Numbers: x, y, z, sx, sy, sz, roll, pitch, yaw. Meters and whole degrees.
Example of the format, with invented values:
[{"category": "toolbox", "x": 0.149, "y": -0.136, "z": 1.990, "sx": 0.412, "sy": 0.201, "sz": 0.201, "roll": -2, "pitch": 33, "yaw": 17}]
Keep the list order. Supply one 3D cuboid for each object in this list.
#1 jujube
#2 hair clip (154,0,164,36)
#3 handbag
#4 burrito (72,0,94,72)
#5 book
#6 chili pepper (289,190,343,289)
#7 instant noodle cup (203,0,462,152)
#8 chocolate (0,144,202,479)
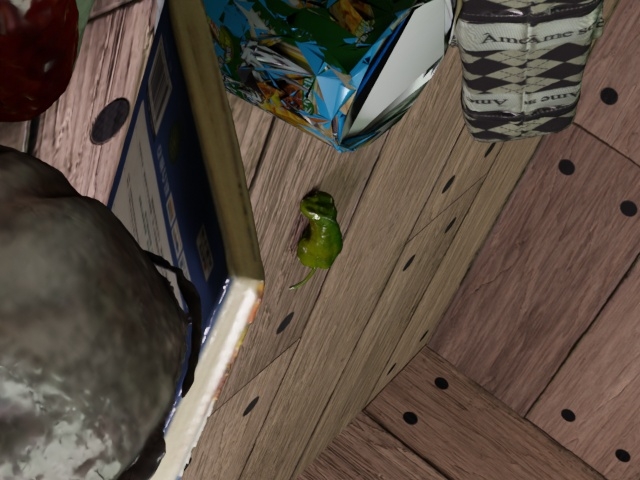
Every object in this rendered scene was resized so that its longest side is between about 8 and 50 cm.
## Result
[{"category": "jujube", "x": -0.201, "y": -0.134, "z": 0.624, "sx": 0.109, "sy": 0.112, "sz": 0.176, "roll": -48, "pitch": 168, "yaw": -21}, {"category": "hair clip", "x": -0.120, "y": -0.202, "z": 0.869, "sx": 0.039, "sy": 0.030, "sz": 0.115, "roll": -46, "pitch": 163, "yaw": -31}, {"category": "handbag", "x": 0.206, "y": -0.323, "z": 1.150, "sx": 0.416, "sy": 0.180, "sz": 0.317, "roll": 61, "pitch": 25, "yaw": -72}, {"category": "burrito", "x": -0.189, "y": -0.155, "z": 0.738, "sx": 0.074, "sy": 0.044, "sz": 0.118, "roll": -32, "pitch": 152, "yaw": -60}, {"category": "book", "x": -0.144, "y": 0.049, "z": 0.892, "sx": 0.039, "sy": 0.300, "sz": 0.428, "roll": 2, "pitch": 140, "yaw": -23}, {"category": "chili pepper", "x": -0.001, "y": -0.002, "z": 1.595, "sx": 0.204, "sy": 0.073, "sz": 0.072, "roll": 98, "pitch": 0, "yaw": -56}, {"category": "instant noodle cup", "x": 0.004, "y": -0.199, "z": 0.963, "sx": 0.240, "sy": 0.178, "sz": 0.240, "roll": -48, "pitch": 164, "yaw": -18}, {"category": "chocolate", "x": -0.247, "y": 0.045, "z": 0.636, "sx": 0.303, "sy": 0.303, "sz": 0.213, "roll": -47, "pitch": 131, "yaw": -22}]
